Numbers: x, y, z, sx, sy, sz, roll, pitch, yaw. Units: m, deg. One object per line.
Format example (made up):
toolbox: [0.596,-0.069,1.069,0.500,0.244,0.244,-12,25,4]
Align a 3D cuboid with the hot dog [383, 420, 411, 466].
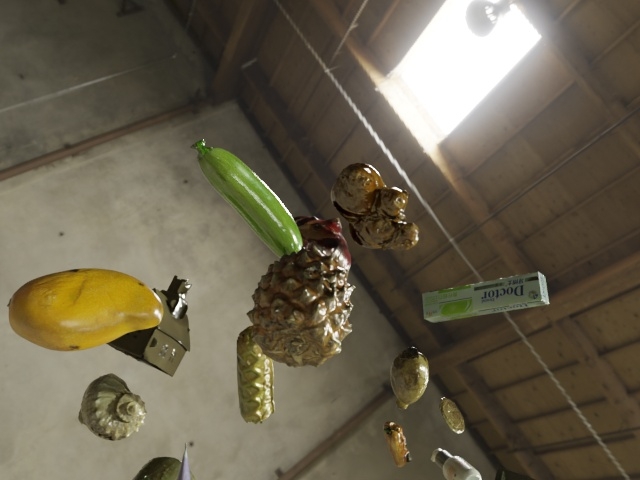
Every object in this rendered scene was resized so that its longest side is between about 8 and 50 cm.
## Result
hot dog: [0.220,0.584,1.761,0.072,0.055,0.188,-112,-177,-51]

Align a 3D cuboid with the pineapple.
pineapple: [-0.024,0.084,0.907,0.166,0.193,0.166,4,-47,4]

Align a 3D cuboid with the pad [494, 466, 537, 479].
pad: [0.580,0.804,1.859,0.127,0.190,0.004,11,-16,27]

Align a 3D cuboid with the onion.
onion: [0.000,0.000,2.068,0.272,0.195,0.272,31,1,0]

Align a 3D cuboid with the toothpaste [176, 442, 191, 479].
toothpaste: [-0.165,0.417,0.701,0.371,0.080,0.125,-97,-173,-60]

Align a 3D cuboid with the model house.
model house: [-0.445,0.203,1.645,0.204,0.243,0.211,18,-21,21]

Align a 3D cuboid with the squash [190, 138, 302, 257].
squash: [-0.175,-0.103,1.550,0.395,0.107,0.107,48,-29,-16]

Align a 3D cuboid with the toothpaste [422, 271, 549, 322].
toothpaste: [0.445,0.158,1.678,0.337,0.067,0.081,-15,-115,33]

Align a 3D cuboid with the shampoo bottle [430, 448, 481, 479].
shampoo bottle: [0.375,0.638,1.712,0.074,0.074,0.192,67,-13,-11]

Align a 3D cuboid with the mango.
mango: [-0.424,0.127,1.112,0.109,0.262,0.157,118,-34,-41]

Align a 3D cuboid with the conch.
conch: [-0.510,0.401,1.472,0.207,0.130,0.155,-15,-111,37]

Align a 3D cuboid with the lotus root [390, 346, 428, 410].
lotus root: [0.288,0.456,2.006,0.138,0.138,0.214,26,-65,41]

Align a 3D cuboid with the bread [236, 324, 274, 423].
bread: [-0.155,0.316,1.452,0.087,0.098,0.269,20,-53,27]

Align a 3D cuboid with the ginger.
ginger: [0.153,-0.093,1.822,0.274,0.152,0.357,33,-22,49]

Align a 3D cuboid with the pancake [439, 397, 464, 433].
pancake: [0.380,0.505,1.766,0.011,0.115,0.115,-39,-98,26]

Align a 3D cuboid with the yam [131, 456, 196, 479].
yam: [-0.377,0.602,1.286,0.161,0.268,0.161,6,-68,16]
